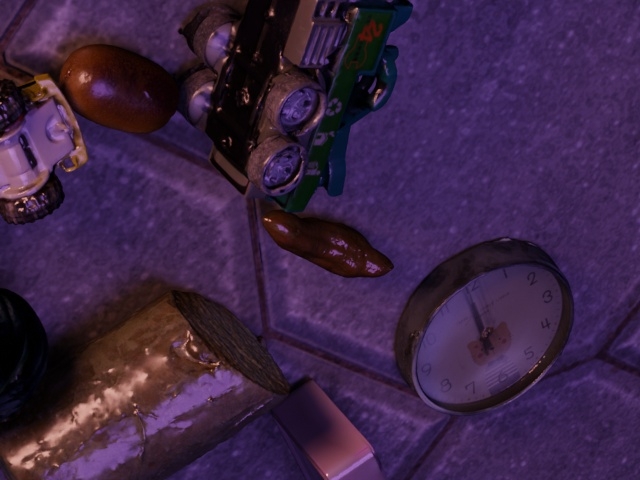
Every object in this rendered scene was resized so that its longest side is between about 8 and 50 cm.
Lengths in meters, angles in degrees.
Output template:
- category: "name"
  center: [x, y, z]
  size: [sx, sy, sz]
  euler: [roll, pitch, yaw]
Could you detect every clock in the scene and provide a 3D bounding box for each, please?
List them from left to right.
- category: "clock"
  center: [0.027, 0.268, 2.107]
  size: [0.063, 0.150, 0.197]
  euler: [-33, 133, -10]
- category: "clock"
  center: [0.194, 0.105, 2.159]
  size: [0.226, 0.049, 0.226]
  euler: [-17, 130, -21]

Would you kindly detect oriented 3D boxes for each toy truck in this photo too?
- category: "toy truck"
  center: [-0.351, -0.052, 1.676]
  size: [0.286, 0.111, 0.136]
  euler: [-27, 122, -10]
- category: "toy truck"
  center: [-0.010, -0.193, 1.751]
  size: [0.178, 0.176, 0.363]
  euler: [-6, 126, -38]

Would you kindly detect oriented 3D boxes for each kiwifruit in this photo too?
- category: "kiwifruit"
  center: [-0.189, -0.141, 1.735]
  size: [0.124, 0.075, 0.075]
  euler: [14, 114, -43]

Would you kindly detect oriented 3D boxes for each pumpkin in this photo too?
- category: "pumpkin"
  center: [-0.355, 0.115, 1.768]
  size: [0.194, 0.150, 0.194]
  euler: [-10, 130, -12]

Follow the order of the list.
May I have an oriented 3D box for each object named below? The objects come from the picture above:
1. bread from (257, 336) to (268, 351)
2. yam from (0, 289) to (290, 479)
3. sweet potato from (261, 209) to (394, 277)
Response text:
- category: "bread"
  center: [-0.094, 0.150, 2.011]
  size: [0.109, 0.062, 0.043]
  euler: [-27, 131, -16]
- category: "yam"
  center: [-0.194, 0.172, 1.899]
  size: [0.304, 0.168, 0.168]
  euler: [-33, 133, -5]
- category: "sweet potato"
  center: [-0.002, 0.000, 1.962]
  size: [0.053, 0.054, 0.182]
  euler: [-28, 146, 37]
